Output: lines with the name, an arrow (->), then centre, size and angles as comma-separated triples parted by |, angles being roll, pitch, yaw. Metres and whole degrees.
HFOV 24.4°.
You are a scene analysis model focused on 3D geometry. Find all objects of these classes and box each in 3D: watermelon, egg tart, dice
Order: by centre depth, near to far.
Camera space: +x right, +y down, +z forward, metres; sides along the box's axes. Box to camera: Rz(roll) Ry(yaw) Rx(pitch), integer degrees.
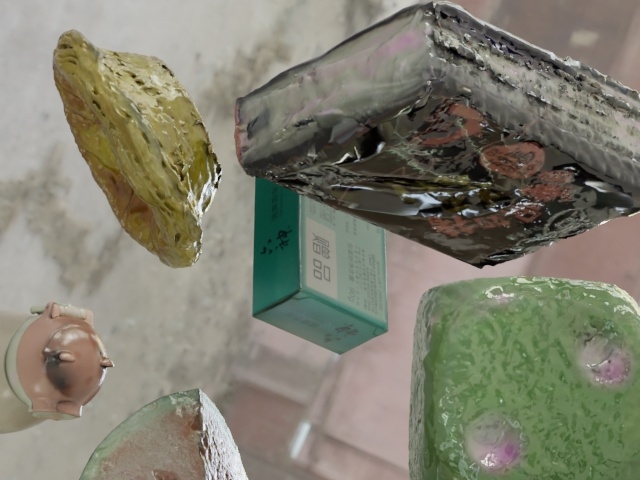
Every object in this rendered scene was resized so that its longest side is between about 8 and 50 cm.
egg tart -> -0.224, -0.126, 1.879 | 0.132, 0.341, 0.341 | -29, 147, -15
watermelon -> -0.191, 0.339, 1.975 | 0.256, 0.176, 0.260 | -53, 154, -11
dice -> 0.293, 0.230, 2.075 | 0.322, 0.330, 0.318 | 87, 5, -76

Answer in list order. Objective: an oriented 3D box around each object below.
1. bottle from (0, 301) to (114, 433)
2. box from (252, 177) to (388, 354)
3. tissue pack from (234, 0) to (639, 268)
bottle -> -0.335, 0.147, 1.719 | 0.147, 0.236, 0.147 | 9, 76, -40
box -> 0.000, 0.000, 1.834 | 0.153, 0.092, 0.245 | 27, 48, -35
tissue pack -> 0.116, -0.084, 1.293 | 0.332, 0.245, 0.123 | 19, 61, -40
